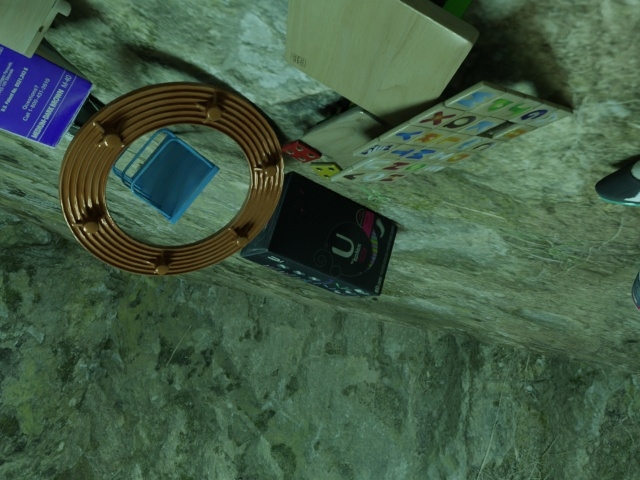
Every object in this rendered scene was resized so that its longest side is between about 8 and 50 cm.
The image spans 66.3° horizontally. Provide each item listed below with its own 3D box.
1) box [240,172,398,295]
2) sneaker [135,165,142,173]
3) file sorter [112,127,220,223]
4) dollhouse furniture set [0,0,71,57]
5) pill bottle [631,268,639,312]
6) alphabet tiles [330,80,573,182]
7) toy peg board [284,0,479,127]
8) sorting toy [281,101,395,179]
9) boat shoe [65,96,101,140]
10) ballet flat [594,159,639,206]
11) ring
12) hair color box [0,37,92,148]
[{"bbox_3d":[0.000,0.000,1.011,0.271,0.165,0.143,23,163,-26],"label":"box"},{"bbox_3d":[-0.380,-0.136,1.141,0.044,0.040,0.109,6,162,25],"label":"sneaker"},{"bbox_3d":[-0.276,-0.130,0.807,0.170,0.118,0.104,36,176,38],"label":"file sorter"},{"bbox_3d":[-0.403,-0.358,0.395,0.355,0.173,0.303,40,-171,26],"label":"dollhouse furniture set"},{"bbox_3d":[0.580,0.069,0.800,0.108,0.107,0.180,7,162,29],"label":"pill bottle"},{"bbox_3d":[0.131,-0.108,0.559,0.198,0.009,0.237,-5,169,-43],"label":"alphabet tiles"},{"bbox_3d":[0.057,-0.202,0.459,0.161,0.079,0.161,31,165,1],"label":"toy peg board"},{"bbox_3d":[0.062,-0.143,0.675,0.132,0.046,0.275,25,162,-30],"label":"sorting toy"},{"bbox_3d":[-0.428,-0.225,0.807,0.070,0.077,0.219,1,157,46],"label":"boat shoe"},{"bbox_3d":[0.422,-0.075,0.548,0.203,0.074,0.074,11,165,38],"label":"ballet flat"},{"bbox_3d":[-0.207,-0.072,0.743,0.337,0.336,0.032,32,-165,-46],"label":"ring"},{"bbox_3d":[-0.442,-0.234,0.505,0.185,0.110,0.339,40,-169,29],"label":"hair color box"}]
